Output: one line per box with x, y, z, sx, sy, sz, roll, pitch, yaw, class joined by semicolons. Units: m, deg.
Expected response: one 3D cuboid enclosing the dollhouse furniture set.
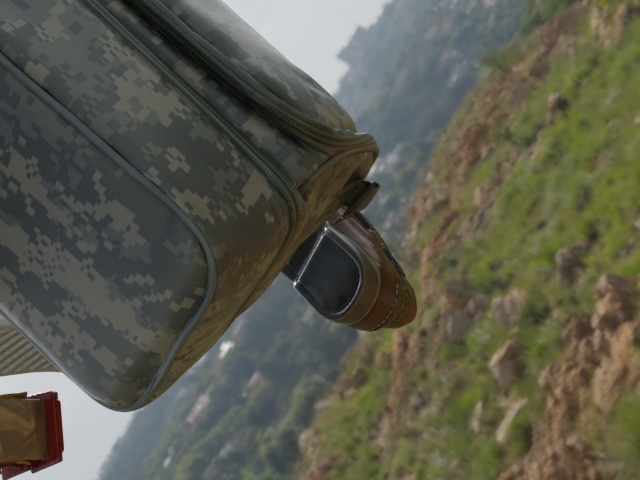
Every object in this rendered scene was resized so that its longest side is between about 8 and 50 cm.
-0.510;0.162;1.535;0.152;0.201;0.374;-21;68;35;dollhouse furniture set

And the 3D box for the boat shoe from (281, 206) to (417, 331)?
0.000;0.000;1.180;0.111;0.104;0.307;-54;43;20;boat shoe

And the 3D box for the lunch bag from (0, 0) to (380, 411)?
-0.130;-0.081;0.729;0.256;0.305;0.212;-41;-10;-48;lunch bag

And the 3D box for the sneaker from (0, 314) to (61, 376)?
-0.251;0.050;1.033;0.102;0.282;0.161;-63;36;32;sneaker
